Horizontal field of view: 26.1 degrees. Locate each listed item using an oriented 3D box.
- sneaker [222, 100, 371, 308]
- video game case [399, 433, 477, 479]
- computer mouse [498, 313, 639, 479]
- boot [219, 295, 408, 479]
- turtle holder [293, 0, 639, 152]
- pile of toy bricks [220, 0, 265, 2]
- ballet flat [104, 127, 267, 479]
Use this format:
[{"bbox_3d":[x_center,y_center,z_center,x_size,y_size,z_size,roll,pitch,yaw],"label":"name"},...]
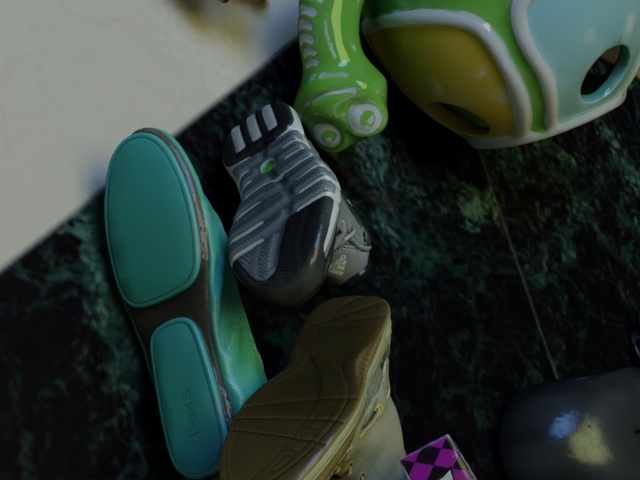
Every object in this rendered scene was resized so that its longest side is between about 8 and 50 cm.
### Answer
[{"bbox_3d":[0.000,0.000,0.978,0.132,0.086,0.229,52,15,-30],"label":"sneaker"},{"bbox_3d":[0.125,0.238,0.923,0.210,0.042,0.232,62,1,14],"label":"video game case"},{"bbox_3d":[0.262,0.157,1.173,0.272,0.072,0.188,-9,78,-41],"label":"computer mouse"},{"bbox_3d":[0.008,0.156,0.910,0.213,0.077,0.165,-57,142,-54],"label":"boot"},{"bbox_3d":[0.140,-0.191,1.118,0.320,0.243,0.227,-35,112,-52],"label":"turtle holder"},{"bbox_3d":[-0.085,-0.284,1.080,0.105,0.118,0.212,-2,87,-11],"label":"pile of toy bricks"},{"bbox_3d":[-0.086,0.046,0.944,0.087,0.083,0.247,11,62,-63],"label":"ballet flat"}]
